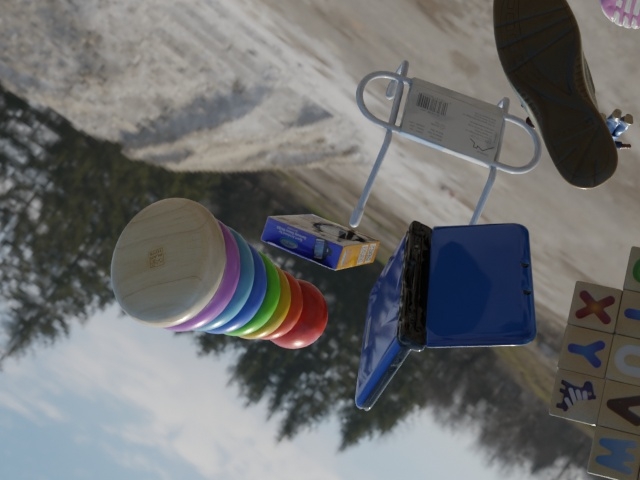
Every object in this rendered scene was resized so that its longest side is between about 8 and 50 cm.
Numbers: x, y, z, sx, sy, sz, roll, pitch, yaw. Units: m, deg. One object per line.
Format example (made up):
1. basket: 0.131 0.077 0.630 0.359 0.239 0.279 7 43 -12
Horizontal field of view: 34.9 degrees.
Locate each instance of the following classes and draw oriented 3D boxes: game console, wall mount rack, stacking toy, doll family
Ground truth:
1. game console: 0.187 0.112 1.551 0.173 0.250 0.293 23 -145 -7
2. wall mount rack: 0.201 -0.145 1.795 0.350 0.304 0.130 19 158 -8
3. stacking toy: -0.096 0.063 1.202 0.141 0.141 0.330 36 -178 32
4. doll family: 0.436 -0.198 1.725 0.193 0.076 0.111 35 145 9

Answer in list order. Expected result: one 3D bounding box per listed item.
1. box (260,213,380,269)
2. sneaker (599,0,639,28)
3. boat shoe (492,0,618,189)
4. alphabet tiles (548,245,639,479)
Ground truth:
1. box: 0.000 0.000 0.984 0.081 0.028 0.136 21 -173 17
2. sneaker: 0.592 -0.444 1.793 0.095 0.236 0.105 100 158 -51
3. boat shoe: 0.309 -0.211 1.351 0.098 0.109 0.302 -15 -97 -78
4. alphabet tiles: 0.455 0.162 1.191 0.342 0.285 0.011 12 164 16
